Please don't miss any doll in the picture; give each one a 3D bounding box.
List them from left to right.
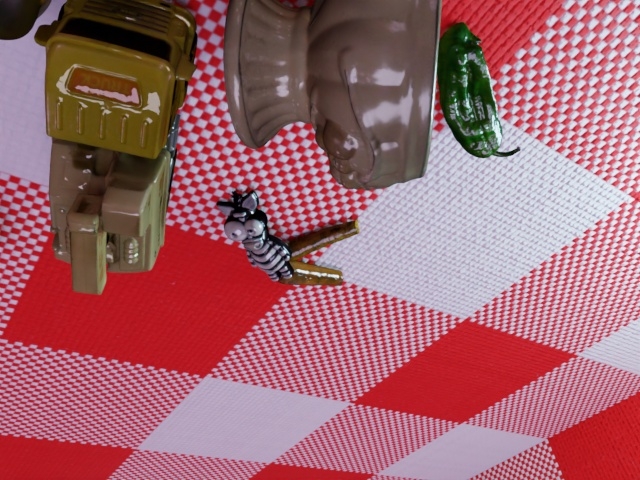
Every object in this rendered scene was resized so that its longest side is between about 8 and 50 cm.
[{"bbox_3d":[-0.119,-0.003,1.066,0.091,0.067,0.219,-11,127,25],"label":"doll"}]

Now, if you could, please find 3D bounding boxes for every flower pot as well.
[{"bbox_3d":[0.021,-0.216,0.712,0.244,0.307,0.307,3,140,9],"label":"flower pot"}]

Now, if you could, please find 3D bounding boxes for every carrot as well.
[{"bbox_3d":[-0.026,0.072,1.198,0.162,0.055,0.055,9,136,-31],"label":"carrot"},{"bbox_3d":[0.000,0.000,1.125,0.171,0.042,0.042,-20,138,11],"label":"carrot"}]

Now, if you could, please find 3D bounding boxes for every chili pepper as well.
[{"bbox_3d":[0.244,-0.223,0.900,0.100,0.074,0.257,-22,137,13],"label":"chili pepper"}]

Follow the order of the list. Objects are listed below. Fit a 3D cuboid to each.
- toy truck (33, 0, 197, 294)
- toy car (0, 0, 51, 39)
[{"bbox_3d":[-0.288,-0.119,0.781,0.181,0.254,0.405,9,132,-15],"label":"toy truck"},{"bbox_3d":[-0.421,-0.290,0.589,0.248,0.198,0.204,4,136,-18],"label":"toy car"}]
